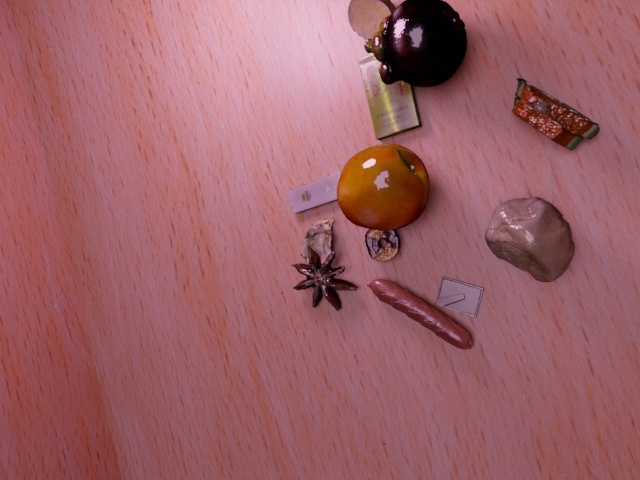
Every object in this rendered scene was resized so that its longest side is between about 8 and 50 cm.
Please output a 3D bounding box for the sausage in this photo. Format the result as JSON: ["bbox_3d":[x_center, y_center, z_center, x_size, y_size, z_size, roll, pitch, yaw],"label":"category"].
[{"bbox_3d":[0.353,0.252,1.834,0.433,0.088,0.087,31,105,22],"label":"sausage"}]

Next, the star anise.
[{"bbox_3d":[0.010,0.145,1.988,0.288,0.088,0.288,12,114,28],"label":"star anise"}]

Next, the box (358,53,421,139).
[{"bbox_3d":[0.253,-0.541,1.873,0.173,0.043,0.311,-14,86,26],"label":"box"}]

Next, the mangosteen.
[{"bbox_3d":[0.325,-0.636,1.691,0.313,0.297,0.297,-42,74,15],"label":"mangosteen"}]

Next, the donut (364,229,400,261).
[{"bbox_3d":[0.232,0.008,1.896,0.141,0.059,0.140,1,92,27],"label":"donut"}]

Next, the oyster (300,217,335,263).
[{"bbox_3d":[-0.008,0.002,2.018,0.133,0.072,0.209,11,117,20],"label":"oyster"}]

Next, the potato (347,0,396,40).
[{"bbox_3d":[0.210,-0.818,1.845,0.202,0.182,0.117,26,60,16],"label":"potato"}]

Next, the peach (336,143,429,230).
[{"bbox_3d":[0.210,-0.175,1.779,0.332,0.308,0.307,-36,76,33],"label":"peach"}]

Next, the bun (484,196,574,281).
[{"bbox_3d":[0.660,-0.021,1.592,0.282,0.281,0.204,31,80,22],"label":"bun"}]

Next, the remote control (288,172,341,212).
[{"bbox_3d":[-0.011,-0.186,2.024,0.250,0.034,0.103,-18,84,26],"label":"remote control"}]

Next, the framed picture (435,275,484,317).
[{"bbox_3d":[0.488,0.197,1.802,0.149,0.011,0.109,17,99,25],"label":"framed picture"}]

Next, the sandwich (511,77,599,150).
[{"bbox_3d":[0.702,-0.378,1.576,0.292,0.212,0.109,33,121,8],"label":"sandwich"}]
